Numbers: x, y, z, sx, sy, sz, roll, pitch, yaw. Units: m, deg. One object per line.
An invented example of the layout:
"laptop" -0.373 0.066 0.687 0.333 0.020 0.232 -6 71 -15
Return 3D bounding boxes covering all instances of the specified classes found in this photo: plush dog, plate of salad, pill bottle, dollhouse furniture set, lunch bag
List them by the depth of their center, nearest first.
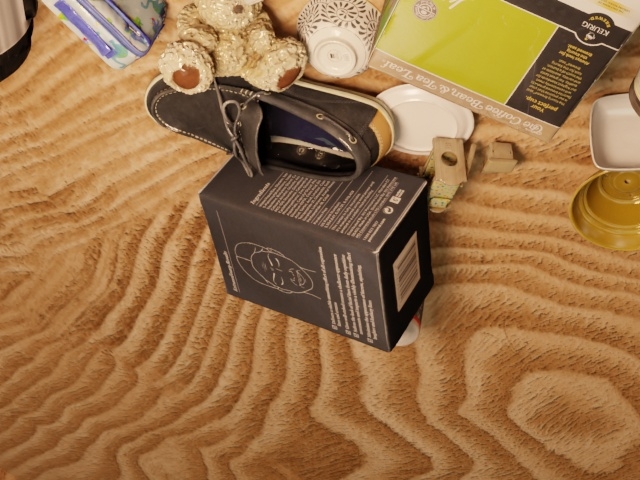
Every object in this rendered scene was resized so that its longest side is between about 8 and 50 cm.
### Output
"plush dog" -0.159 -0.392 1.627 0.263 0.210 0.225 -4 127 -22
"lunch bag" -0.374 -0.414 1.633 0.090 0.176 0.219 -24 125 35
"plate of salad" 0.187 -0.230 1.767 0.200 0.048 0.199 8 148 5
"dollhouse furniture set" 0.275 -0.102 1.825 0.161 0.101 0.182 3 152 -8
"pill bottle" 0.172 0.129 2.053 0.108 0.180 0.108 8 137 7

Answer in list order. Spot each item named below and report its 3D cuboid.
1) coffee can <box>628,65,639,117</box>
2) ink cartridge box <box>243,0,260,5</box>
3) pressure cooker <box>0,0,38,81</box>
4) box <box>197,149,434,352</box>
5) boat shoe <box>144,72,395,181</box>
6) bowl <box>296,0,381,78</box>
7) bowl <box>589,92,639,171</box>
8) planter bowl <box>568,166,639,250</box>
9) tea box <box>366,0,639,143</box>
"coffee can" 0.613 -0.311 1.446 0.202 0.201 0.275 11 137 5
"ink cartridge box" -0.101 -0.486 1.462 0.153 0.087 0.208 4 127 57
"pressure cooker" -0.672 -0.425 1.560 0.376 0.369 0.420 14 133 10
"box" 0.000 0.000 1.862 0.396 0.212 0.293 18 142 25
"boat shoe" -0.115 -0.217 1.762 0.501 0.156 0.186 14 136 16
"bowl" 0.032 -0.342 1.666 0.170 0.080 0.170 8 138 8
"bowl" 0.546 -0.185 1.663 0.142 0.142 0.053 -1 167 15
"planter bowl" 0.578 -0.085 1.778 0.217 0.090 0.217 7 137 7
"tea box" 0.289 -0.378 1.452 0.329 0.220 0.323 22 136 -8
